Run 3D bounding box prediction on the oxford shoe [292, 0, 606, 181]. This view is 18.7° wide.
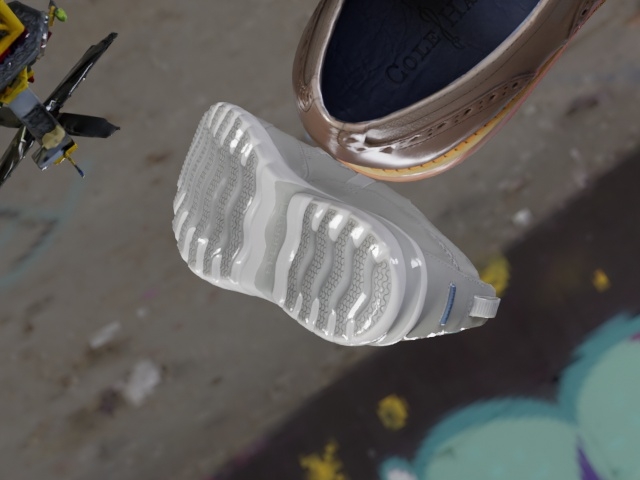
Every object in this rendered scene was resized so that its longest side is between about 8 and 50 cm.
[{"bbox_3d":[0.120,-0.175,0.844,0.364,0.130,0.133,-55,174,5],"label":"oxford shoe"}]

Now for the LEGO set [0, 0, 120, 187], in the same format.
[{"bbox_3d":[-0.124,-0.175,0.918,0.331,0.255,0.192,-54,135,-19],"label":"LEGO set"}]

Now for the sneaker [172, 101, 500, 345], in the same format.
[{"bbox_3d":[0.000,0.000,1.220,0.115,0.281,0.105,12,108,-36],"label":"sneaker"}]
